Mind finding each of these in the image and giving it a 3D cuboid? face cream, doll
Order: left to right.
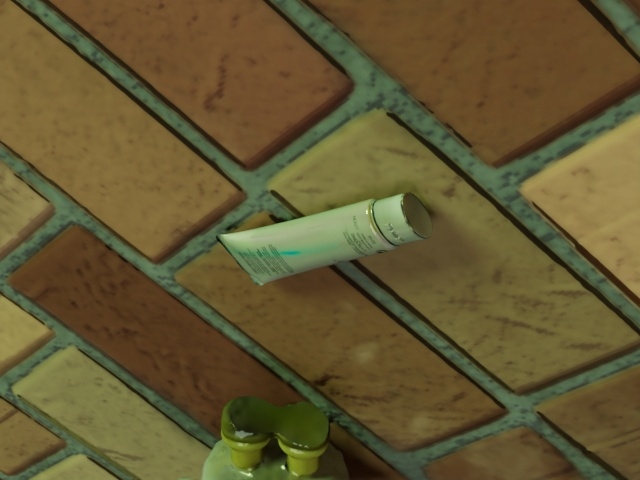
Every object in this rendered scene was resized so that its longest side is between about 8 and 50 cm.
[{"bbox_3d":[-0.027,0.166,0.725,0.129,0.081,0.207,5,140,1],"label":"doll"},{"bbox_3d":[0.000,0.000,0.582,0.115,0.020,0.038,-15,127,37],"label":"face cream"}]
